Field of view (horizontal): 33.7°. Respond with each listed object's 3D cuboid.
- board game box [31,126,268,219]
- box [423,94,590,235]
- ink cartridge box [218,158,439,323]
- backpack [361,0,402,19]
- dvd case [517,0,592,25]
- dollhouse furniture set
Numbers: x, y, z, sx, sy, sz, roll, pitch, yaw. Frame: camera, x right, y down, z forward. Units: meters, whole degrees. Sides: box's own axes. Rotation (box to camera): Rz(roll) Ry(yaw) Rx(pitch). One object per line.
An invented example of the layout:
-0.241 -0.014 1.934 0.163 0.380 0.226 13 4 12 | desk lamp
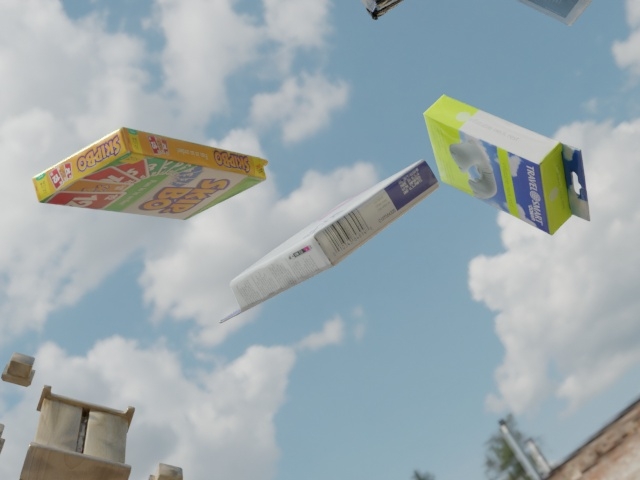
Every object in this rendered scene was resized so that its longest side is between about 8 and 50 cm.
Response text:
-0.166 -0.065 1.117 0.124 0.039 0.259 -24 -12 27 | board game box
0.195 -0.077 1.112 0.042 0.178 0.109 -43 -42 -20 | box
0.000 0.000 1.826 0.330 0.071 0.324 -27 7 45 | ink cartridge box
0.098 -0.368 1.416 0.114 0.084 0.105 -34 -2 -2 | backpack
0.120 -0.219 0.760 0.030 0.179 0.238 -63 -5 7 | dvd case
-0.388 0.309 1.524 0.355 0.303 0.174 17 -77 -12 | dollhouse furniture set
